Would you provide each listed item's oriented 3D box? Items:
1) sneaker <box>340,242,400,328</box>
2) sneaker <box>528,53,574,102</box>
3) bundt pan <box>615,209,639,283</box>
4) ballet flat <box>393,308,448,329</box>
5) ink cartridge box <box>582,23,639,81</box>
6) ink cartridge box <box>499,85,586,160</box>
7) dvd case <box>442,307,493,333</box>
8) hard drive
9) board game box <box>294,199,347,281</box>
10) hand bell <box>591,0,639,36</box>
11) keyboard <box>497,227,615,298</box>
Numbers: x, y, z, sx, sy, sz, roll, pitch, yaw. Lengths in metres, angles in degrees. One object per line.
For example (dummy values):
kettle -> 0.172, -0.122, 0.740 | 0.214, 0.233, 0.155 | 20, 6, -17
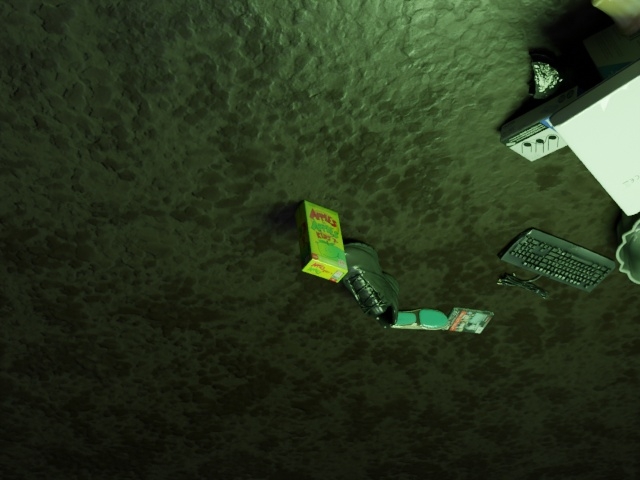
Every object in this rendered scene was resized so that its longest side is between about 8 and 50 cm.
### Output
sneaker -> 0.116, 0.110, 1.940 | 0.109, 0.130, 0.286 | -29, 132, 23
sneaker -> 0.461, -0.303, 1.613 | 0.089, 0.051, 0.170 | -1, 142, 7
bundt pan -> 0.857, -0.032, 1.889 | 0.331, 0.124, 0.330 | 1, 139, 1
ballet flat -> 0.255, 0.211, 2.135 | 0.168, 0.057, 0.052 | 4, 163, -8
ink cartridge box -> 0.683, -0.328, 1.510 | 0.270, 0.198, 0.197 | -27, 133, 20
ink cartridge box -> 0.473, -0.234, 1.626 | 0.097, 0.046, 0.207 | 26, 152, -25
dvd case -> 0.401, 0.219, 2.184 | 0.120, 0.013, 0.087 | 8, 135, -15
hard drive -> 0.590, -0.187, 1.471 | 0.210, 0.040, 0.319 | -33, 132, 25
board game box -> 0.000, 0.000, 1.764 | 0.092, 0.181, 0.043 | 19, 130, -27
hand bell -> 0.464, -0.463, 1.423 | 0.242, 0.126, 0.126 | 18, 132, -9
keyboard -> 0.586, 0.079, 2.051 | 0.317, 0.033, 0.201 | 19, 131, -25
